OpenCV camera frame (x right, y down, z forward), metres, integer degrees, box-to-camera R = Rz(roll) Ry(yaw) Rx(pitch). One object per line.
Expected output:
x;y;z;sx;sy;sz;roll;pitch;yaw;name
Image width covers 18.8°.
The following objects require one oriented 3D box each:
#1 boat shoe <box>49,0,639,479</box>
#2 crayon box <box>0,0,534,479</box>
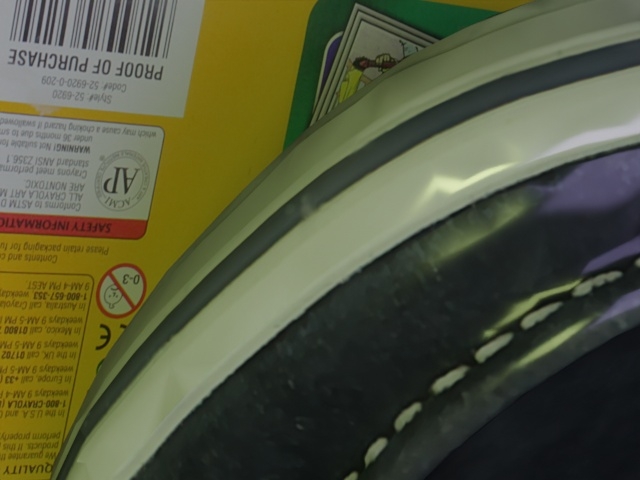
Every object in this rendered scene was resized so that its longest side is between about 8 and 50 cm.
0.011;0.160;0.464;0.187;0.156;0.500;-2;133;-32;boat shoe
0.000;0.000;0.518;0.278;0.081;0.165;3;105;-39;crayon box
